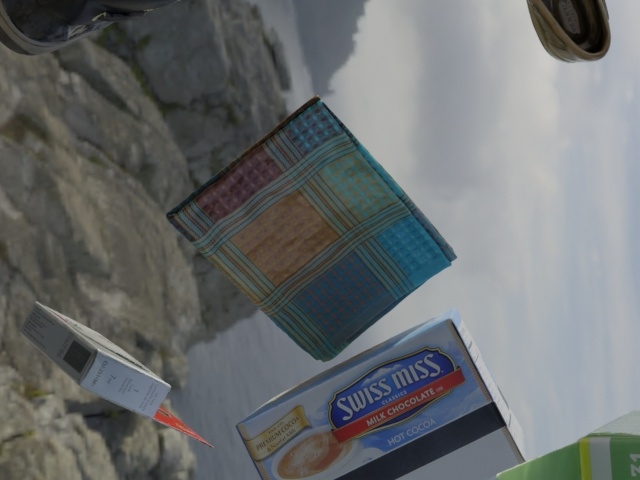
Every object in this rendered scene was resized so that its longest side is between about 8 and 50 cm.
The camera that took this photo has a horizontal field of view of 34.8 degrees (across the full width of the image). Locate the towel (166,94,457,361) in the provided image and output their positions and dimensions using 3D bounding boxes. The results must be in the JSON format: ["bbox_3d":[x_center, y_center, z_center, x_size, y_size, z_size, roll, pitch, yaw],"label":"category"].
[{"bbox_3d":[0.000,0.000,1.439,0.370,0.271,0.040,46,9,-37],"label":"towel"}]

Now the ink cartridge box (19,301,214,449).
[{"bbox_3d":[-0.289,0.194,1.489,0.275,0.239,0.060,19,-101,56],"label":"ink cartridge box"}]

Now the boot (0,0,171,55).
[{"bbox_3d":[-0.120,-0.315,0.990,0.377,0.284,0.138,-39,112,-38],"label":"boot"}]

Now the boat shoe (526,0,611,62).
[{"bbox_3d":[0.291,-0.390,1.322,0.341,0.122,0.110,59,5,-12],"label":"boat shoe"}]

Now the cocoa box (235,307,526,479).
[{"bbox_3d":[0.094,0.276,1.492,0.228,0.347,0.231,63,8,4],"label":"cocoa box"}]

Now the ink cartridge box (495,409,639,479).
[{"bbox_3d":[0.170,0.194,0.574,0.235,0.056,0.171,3,83,-60],"label":"ink cartridge box"}]
